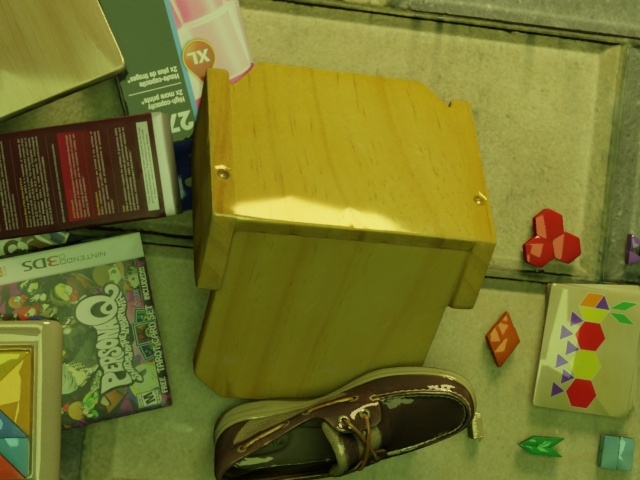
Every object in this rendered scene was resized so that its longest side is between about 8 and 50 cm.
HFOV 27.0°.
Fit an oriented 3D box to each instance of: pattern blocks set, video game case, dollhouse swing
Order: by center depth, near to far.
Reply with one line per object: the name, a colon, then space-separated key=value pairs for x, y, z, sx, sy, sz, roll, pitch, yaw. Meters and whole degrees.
video game case: x=-0.310 y=0.118 z=1.678 sx=0.210 sy=0.042 sz=0.232 roll=-11 pitch=97 yaw=-14
dollhouse swing: x=0.000 y=0.000 z=1.702 sx=0.347 sy=0.305 sz=0.315 roll=4 pitch=55 yaw=-15
pattern blocks set: x=0.364 y=0.143 z=1.808 sx=0.285 sy=0.026 sz=0.324 roll=17 pitch=89 yaw=-9

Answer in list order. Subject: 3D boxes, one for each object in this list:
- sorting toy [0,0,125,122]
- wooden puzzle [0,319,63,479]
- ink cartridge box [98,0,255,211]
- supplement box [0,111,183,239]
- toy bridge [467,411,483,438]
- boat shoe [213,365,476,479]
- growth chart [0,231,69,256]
sorting toy: x=-0.402 y=-0.267 z=1.629 sx=0.255 sy=0.089 sz=0.257 roll=-23 pitch=83 yaw=-8
wooden puzzle: x=-0.425 y=0.206 z=1.592 sx=0.239 sy=0.044 sz=0.221 roll=0 pitch=93 yaw=-23
ink cartridge box: x=-0.177 y=-0.226 z=1.698 sx=0.176 sy=0.069 sz=0.371 roll=-15 pitch=96 yaw=-8
supplement box: x=-0.298 y=-0.078 z=1.630 sx=0.239 sy=0.073 sz=0.130 roll=-7 pitch=94 yaw=2
toy bridge: x=0.121 y=0.243 z=1.772 sx=0.188 sy=0.026 sz=0.063 roll=-6 pitch=92 yaw=-9
boat shoe: x=0.030 y=0.249 z=1.669 sx=0.342 sy=0.123 sz=0.123 roll=-9 pitch=114 yaw=4
growth chart: x=-0.394 y=0.041 z=1.688 sx=0.172 sy=0.021 sz=0.237 roll=16 pitch=90 yaw=-10
